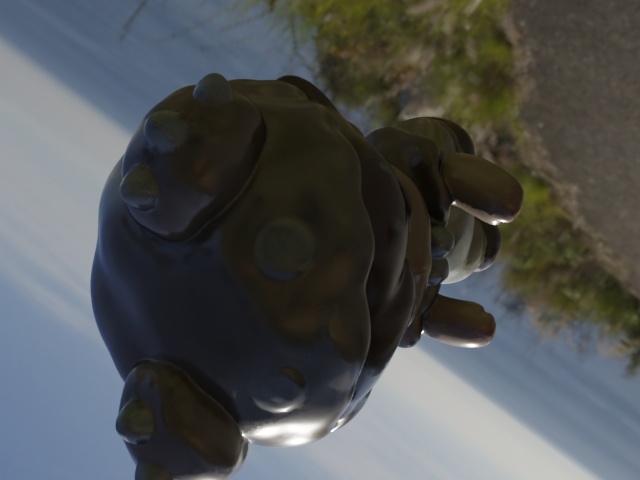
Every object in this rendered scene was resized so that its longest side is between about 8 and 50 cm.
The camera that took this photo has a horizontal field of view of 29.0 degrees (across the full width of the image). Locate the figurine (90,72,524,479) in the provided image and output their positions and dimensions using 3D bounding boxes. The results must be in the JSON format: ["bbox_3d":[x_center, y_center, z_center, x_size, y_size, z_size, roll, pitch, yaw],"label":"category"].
[{"bbox_3d":[0.001,0.000,0.792,0.203,0.248,0.381,17,-159,30],"label":"figurine"}]
